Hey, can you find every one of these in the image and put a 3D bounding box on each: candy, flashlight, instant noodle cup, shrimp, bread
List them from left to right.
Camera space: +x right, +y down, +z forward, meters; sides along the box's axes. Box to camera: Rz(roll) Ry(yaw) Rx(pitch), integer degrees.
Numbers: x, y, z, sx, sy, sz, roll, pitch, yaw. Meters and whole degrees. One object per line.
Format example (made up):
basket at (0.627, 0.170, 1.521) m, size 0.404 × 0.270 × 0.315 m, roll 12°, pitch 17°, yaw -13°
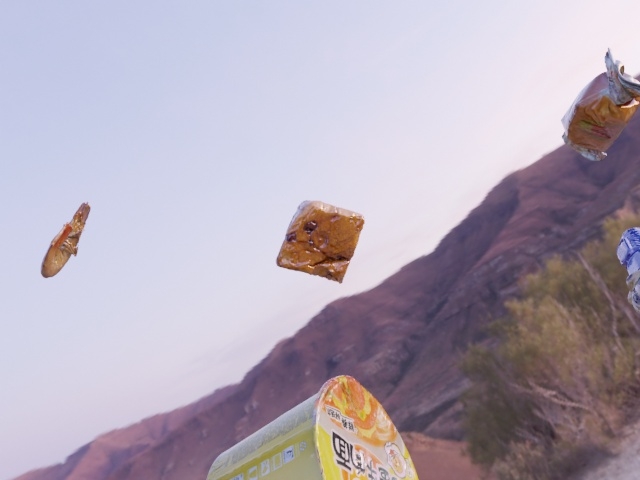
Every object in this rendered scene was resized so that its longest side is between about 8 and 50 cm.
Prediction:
shrimp at (-0.477, -0.006, 1.228) m, size 0.095 × 0.045 × 0.162 m, roll 62°, pitch -128°, yaw -74°
instant noodle cup at (-0.008, 0.334, 0.852) m, size 0.200 × 0.264 × 0.264 m, roll -31°, pitch -10°, yaw 19°
bread at (0.000, 0.000, 1.309) m, size 0.158 × 0.143 × 0.149 m, roll 178°, pitch 111°, yaw -85°
candy at (0.239, -0.111, 0.561) m, size 0.046 × 0.053 × 0.182 m, roll -64°, pitch -12°, yaw -6°
flashlight at (0.217, 0.020, 0.440) m, size 0.121 × 0.035 × 0.057 m, roll -60°, pitch -15°, yaw -64°
